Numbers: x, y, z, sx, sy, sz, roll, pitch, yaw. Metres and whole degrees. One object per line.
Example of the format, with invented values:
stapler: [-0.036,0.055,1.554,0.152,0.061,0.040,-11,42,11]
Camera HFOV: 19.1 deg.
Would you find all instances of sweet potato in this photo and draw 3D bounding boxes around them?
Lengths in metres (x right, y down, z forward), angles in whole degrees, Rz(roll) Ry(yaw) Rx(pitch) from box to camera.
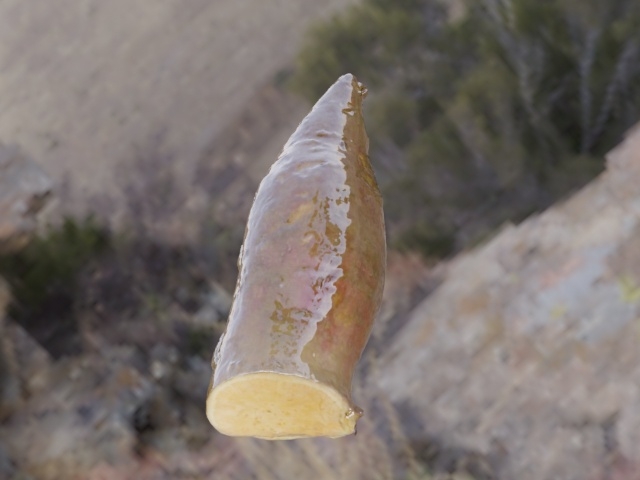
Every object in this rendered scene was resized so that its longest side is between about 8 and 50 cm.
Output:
sweet potato: [-0.003,-0.001,1.560,0.131,0.131,0.337,-14,55,46]
